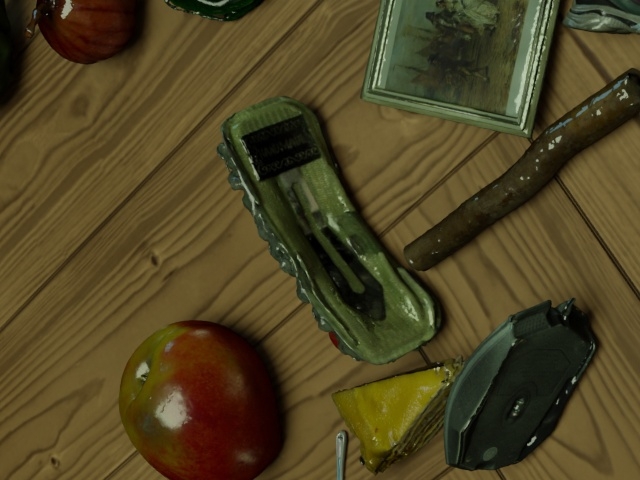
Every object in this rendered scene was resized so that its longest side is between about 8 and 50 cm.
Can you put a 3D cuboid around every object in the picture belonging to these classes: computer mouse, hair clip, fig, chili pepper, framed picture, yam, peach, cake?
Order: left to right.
[{"bbox_3d":[-0.291,-0.266,1.999,0.128,0.150,0.128,55,159,32],"label":"fig"},{"bbox_3d":[-0.134,0.192,1.948,0.190,0.192,0.190,-34,38,32],"label":"peach"},{"bbox_3d":[-0.132,-0.292,1.926,0.182,0.050,0.073,18,99,30],"label":"chili pepper"},{"bbox_3d":[-0.001,0.000,1.834,0.321,0.138,0.091,59,153,14],"label":"hair clip"},{"bbox_3d":[0.093,0.161,1.821,0.116,0.079,0.185,53,132,33],"label":"cake"},{"bbox_3d":[0.151,-0.257,1.731,0.217,0.017,0.274,14,97,33],"label":"framed picture"},{"bbox_3d":[0.191,0.142,1.714,0.071,0.126,0.231,52,128,43],"label":"computer mouse"},{"bbox_3d":[0.205,-0.065,1.719,0.045,0.045,0.327,41,124,-15],"label":"yam"}]

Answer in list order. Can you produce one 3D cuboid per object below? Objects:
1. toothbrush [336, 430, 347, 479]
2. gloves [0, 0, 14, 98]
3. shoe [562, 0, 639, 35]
[{"bbox_3d":[0.019,0.295,1.910,0.014,0.017,0.162,8,101,28],"label":"toothbrush"},{"bbox_3d":[-0.442,-0.230,2.121,0.135,0.107,0.268,47,137,31],"label":"gloves"},{"bbox_3d":[0.311,-0.245,1.608,0.169,0.071,0.099,6,97,38],"label":"shoe"}]
